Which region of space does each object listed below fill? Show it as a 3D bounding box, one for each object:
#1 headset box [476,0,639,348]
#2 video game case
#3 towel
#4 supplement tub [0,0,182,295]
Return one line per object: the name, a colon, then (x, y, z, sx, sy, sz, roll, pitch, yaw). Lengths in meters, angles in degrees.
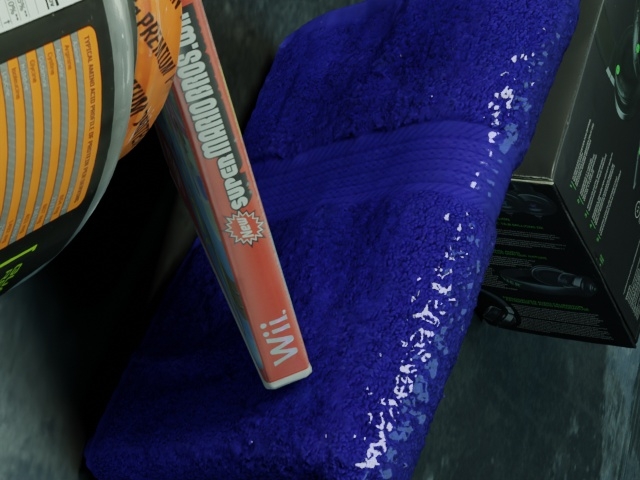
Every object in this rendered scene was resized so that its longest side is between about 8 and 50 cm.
headset box: (0.171, -0.094, 1.259, 0.283, 0.131, 0.246, 51, 52, -55)
video game case: (-0.072, -0.099, 0.754, 0.204, 0.025, 0.285, -119, -170, -52)
towel: (0.000, 0.000, 0.876, 0.076, 0.228, 0.308, 36, 60, -26)
supplement tub: (-0.185, -0.040, 0.500, 0.316, 0.194, 0.193, -35, 127, -56)
